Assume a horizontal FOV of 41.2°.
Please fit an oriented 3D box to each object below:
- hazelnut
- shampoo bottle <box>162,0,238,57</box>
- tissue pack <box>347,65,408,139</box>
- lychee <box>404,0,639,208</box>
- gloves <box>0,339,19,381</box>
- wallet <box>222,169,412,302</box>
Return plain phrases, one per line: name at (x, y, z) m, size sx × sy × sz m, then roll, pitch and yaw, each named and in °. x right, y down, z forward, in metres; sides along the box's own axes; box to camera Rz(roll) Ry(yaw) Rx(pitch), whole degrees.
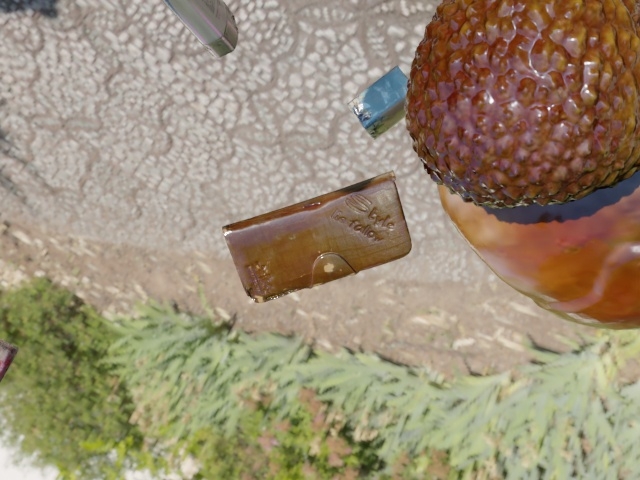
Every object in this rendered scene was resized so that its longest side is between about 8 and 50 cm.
hazelnut at (0.286, -0.085, 0.812) m, size 0.372 × 0.316 × 0.372 m, roll 40°, pitch 140°, yaw 46°
shampoo bottle at (-0.175, -0.320, 1.069) m, size 0.056 × 0.086 × 0.227 m, roll -20°, pitch 157°, yaw 14°
tissue pack at (0.095, -0.201, 1.244) m, size 0.058 × 0.094 × 0.074 m, roll 55°, pitch -172°, yaw 13°
lychee at (0.148, -0.110, 0.602) m, size 0.195 × 0.194 × 0.194 m, roll 21°, pitch 153°, yaw 11°
gloves at (-0.448, 0.106, 0.871) m, size 0.241 × 0.126 × 0.145 m, roll 29°, pitch 116°, yaw -14°
wallet at (0.000, 0.000, 0.844) m, size 0.176 × 0.026 × 0.095 m, roll -18°, pitch 114°, yaw 1°
